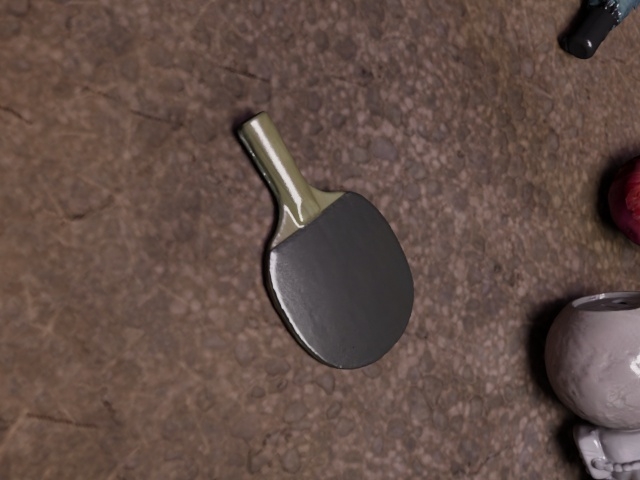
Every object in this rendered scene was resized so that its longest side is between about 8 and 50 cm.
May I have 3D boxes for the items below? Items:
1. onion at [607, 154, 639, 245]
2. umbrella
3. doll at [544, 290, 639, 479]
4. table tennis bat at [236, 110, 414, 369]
[{"bbox_3d":[0.385,-0.019,0.932,0.150,0.140,0.150,3,48,-3],"label":"onion"},{"bbox_3d":[0.350,-0.294,0.954,0.052,0.053,0.250,47,64,-20],"label":"umbrella"},{"bbox_3d":[0.310,0.198,0.847,0.151,0.151,0.287,-15,100,-31],"label":"doll"},{"bbox_3d":[0.000,0.000,0.741,0.138,0.022,0.246,-38,106,-27],"label":"table tennis bat"}]
